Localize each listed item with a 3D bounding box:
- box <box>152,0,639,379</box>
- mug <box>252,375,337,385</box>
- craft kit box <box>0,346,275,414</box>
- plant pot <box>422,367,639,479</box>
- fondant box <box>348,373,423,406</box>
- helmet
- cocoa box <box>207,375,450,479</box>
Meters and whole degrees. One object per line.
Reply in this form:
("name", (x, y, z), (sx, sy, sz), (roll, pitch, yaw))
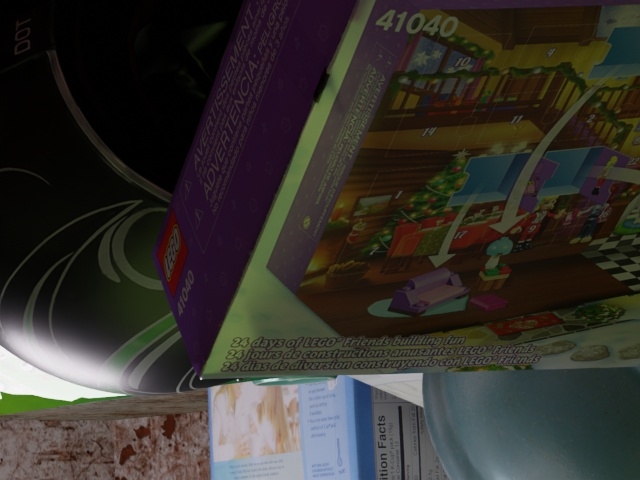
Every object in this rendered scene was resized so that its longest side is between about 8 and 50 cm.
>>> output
("box", (0.117, -0.049, 0.492), (0.293, 0.057, 0.201), (1, 133, -28))
("mug", (-0.022, 0.077, 1.465), (0.130, 0.097, 0.158), (-1, 171, -17))
("craft kit box", (-0.167, 0.008, 0.822), (0.247, 0.061, 0.250), (-9, 148, 41))
("plant pot", (0.249, 0.095, 1.242), (0.293, 0.293, 0.196), (0, 144, -25))
("fondant box", (0.208, 0.127, 1.517), (0.330, 0.096, 0.238), (23, 164, -14))
("helmet", (-0.062, -0.021, 0.600), (0.169, 0.169, 0.161), (1, 153, -30))
("cocoa box", (0.046, 0.193, 1.811), (0.228, 0.231, 0.347), (2, 169, -29))
